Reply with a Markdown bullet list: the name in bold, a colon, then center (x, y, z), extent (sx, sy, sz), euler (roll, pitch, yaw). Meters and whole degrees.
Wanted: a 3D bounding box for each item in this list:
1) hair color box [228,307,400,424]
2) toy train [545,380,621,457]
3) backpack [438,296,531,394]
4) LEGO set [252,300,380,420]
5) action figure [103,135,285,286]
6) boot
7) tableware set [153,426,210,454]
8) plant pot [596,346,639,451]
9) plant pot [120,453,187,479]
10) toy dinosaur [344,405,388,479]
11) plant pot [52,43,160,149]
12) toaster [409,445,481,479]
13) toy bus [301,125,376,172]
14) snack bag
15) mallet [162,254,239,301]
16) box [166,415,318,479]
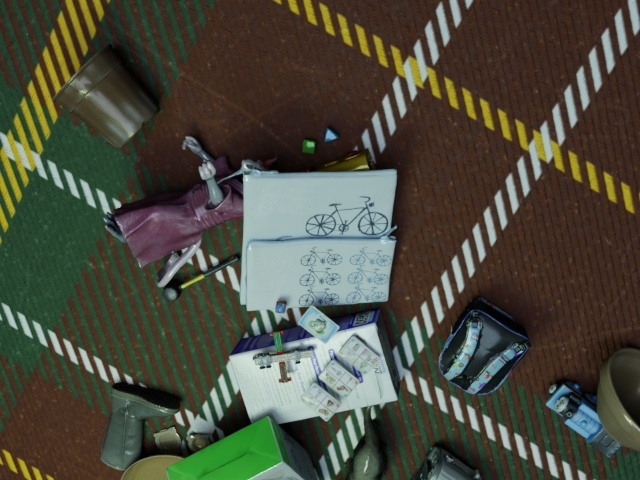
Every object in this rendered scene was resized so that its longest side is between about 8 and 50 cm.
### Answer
- **hair color box**: center (-0.010, 0.283, 1.872), extent (0.339, 0.110, 0.185), euler (-13, 103, 14)
- **toy train**: center (0.569, 0.376, 1.812), extent (0.184, 0.105, 0.080), euler (36, 108, -3)
- **backpack**: center (0.339, 0.231, 1.797), extent (0.158, 0.117, 0.173), euler (30, 108, -2)
- **LEGO set**: center (-0.025, 0.237, 1.795), extent (0.244, 0.060, 0.182), euler (38, 96, -5)
- **action figure**: center (-0.237, -0.058, 1.733), extent (0.370, 0.248, 0.275), euler (-19, 113, 8)
- **boot**: center (-0.429, 0.453, 2.004), extent (0.190, 0.076, 0.208), euler (14, 102, 18)
- **tableware set**: center (-0.324, 0.524, 2.037), extent (0.141, 0.020, 0.168), euler (-4, 106, 9)
- **plant pot**: center (0.651, 0.347, 1.743), extent (0.237, 0.237, 0.109), euler (36, 132, -3)
- **plant pot**: center (-0.360, 0.593, 2.034), extent (0.236, 0.032, 0.236), euler (1, 120, 2)
- **toy dinosaur**: center (0.105, 0.505, 1.893), extent (0.121, 0.160, 0.313), euler (25, 110, 0)
- **plant pot**: center (-0.430, -0.287, 1.744), extent (0.167, 0.167, 0.165), euler (-41, 105, 17)
- **toaster**: center (0.267, 0.589, 1.911), extent (0.146, 0.129, 0.227), euler (30, 107, -3)
- **toy bus**: center (0.026, -0.114, 1.748), extent (0.191, 0.104, 0.202), euler (24, 108, 1)
- **snack bag**: center (0.000, 0.000, 1.726), extent (0.323, 0.037, 0.342), euler (-2, 126, -9)
- **mallet**: center (-0.266, 0.078, 1.891), extent (0.190, 0.062, 0.039), euler (-28, 102, 0)
- **box**: center (-0.167, 0.536, 1.890), extent (0.262, 0.126, 0.231), euler (-28, 139, 5)
